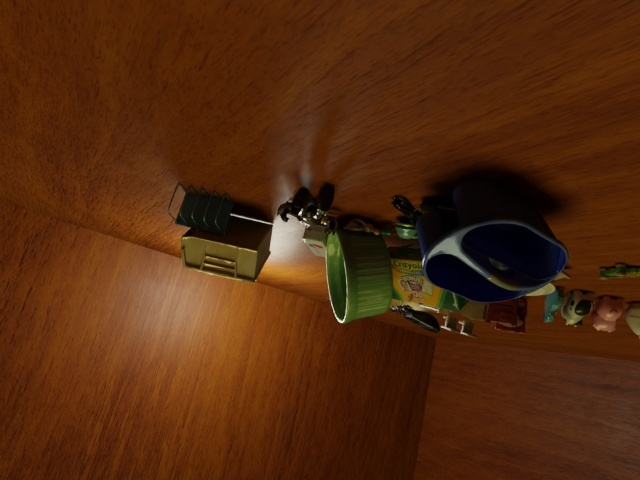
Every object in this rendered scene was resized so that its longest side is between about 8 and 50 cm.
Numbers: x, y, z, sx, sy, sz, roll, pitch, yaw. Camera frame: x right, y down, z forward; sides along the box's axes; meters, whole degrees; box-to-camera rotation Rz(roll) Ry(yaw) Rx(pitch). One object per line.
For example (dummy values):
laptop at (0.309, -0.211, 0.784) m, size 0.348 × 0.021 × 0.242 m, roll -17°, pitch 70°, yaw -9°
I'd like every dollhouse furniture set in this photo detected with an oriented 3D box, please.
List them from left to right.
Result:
dollhouse furniture set at (0.523, 0.240, 1.652) m, size 0.242 × 0.211 × 0.161 m, roll 17°, pitch 175°, yaw -14°
dollhouse furniture set at (0.654, 0.279, 1.844) m, size 0.375 × 0.152 × 0.201 m, roll 2°, pitch 161°, yaw 37°

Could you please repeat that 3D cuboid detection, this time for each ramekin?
ramekin at (0.120, 0.106, 1.401) m, size 0.149 × 0.303 × 0.303 m, roll -5°, pitch 168°, yaw -10°

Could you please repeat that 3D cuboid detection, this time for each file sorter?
file sorter at (-0.388, -0.105, 1.426) m, size 0.171 × 0.118 × 0.104 m, roll 12°, pitch 162°, yaw 5°

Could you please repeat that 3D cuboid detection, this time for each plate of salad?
plate of salad at (0.697, 0.145, 1.510) m, size 0.200 × 0.048 × 0.200 m, roll 16°, pitch 162°, yaw 5°

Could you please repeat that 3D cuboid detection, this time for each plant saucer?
plant saucer at (0.410, 0.286, 2.232) m, size 0.333 × 0.080 × 0.333 m, roll 24°, pitch 162°, yaw -31°

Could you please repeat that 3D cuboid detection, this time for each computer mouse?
computer mouse at (0.503, 0.385, 2.247) m, size 0.272 × 0.072 × 0.188 m, roll 30°, pitch 164°, yaw -13°
computer mouse at (0.321, -0.052, 1.102) m, size 0.262 × 0.060 × 0.184 m, roll 3°, pitch 161°, yaw 37°

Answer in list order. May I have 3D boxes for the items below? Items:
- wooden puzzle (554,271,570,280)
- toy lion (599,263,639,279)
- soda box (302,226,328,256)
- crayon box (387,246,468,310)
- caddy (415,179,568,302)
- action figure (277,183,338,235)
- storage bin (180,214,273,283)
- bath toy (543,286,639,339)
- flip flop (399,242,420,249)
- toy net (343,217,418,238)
wooden puzzle at (0.605, 0.108, 1.363) m, size 0.221 × 0.044 × 0.239 m, roll 26°, pitch 148°, yaw -27°
toy lion at (0.852, 0.091, 1.224) m, size 0.096 × 0.034 × 0.100 m, roll 7°, pitch 166°, yaw -6°
soda box at (0.000, 0.000, 1.562) m, size 0.074 × 0.069 × 0.216 m, roll 10°, pitch 166°, yaw 14°
crayon box at (0.323, 0.114, 1.397) m, size 0.279 × 0.081 × 0.165 m, roll 3°, pitch 119°, yaw 50°
caddy at (0.369, 0.026, 0.955) m, size 0.342 × 0.179 × 0.241 m, roll 22°, pitch 134°, yaw -29°
action figure at (-0.032, -0.078, 1.254) m, size 0.186 × 0.099 × 0.285 m, roll 9°, pitch 168°, yaw -2°
storage bin at (-0.319, 0.015, 1.539) m, size 0.261 × 0.123 × 0.262 m, roll 12°, pitch -157°, yaw 2°
bath toy at (0.985, 0.263, 1.545) m, size 0.349 × 0.128 × 0.151 m, roll 9°, pitch 164°, yaw 16°
flip flop at (0.327, 0.069, 1.502) m, size 0.112 × 0.080 × 0.277 m, roll 18°, pitch 165°, yaw -15°
toy net at (0.184, -0.041, 1.313) m, size 0.233 × 0.045 × 0.122 m, roll 9°, pitch -173°, yaw 25°
